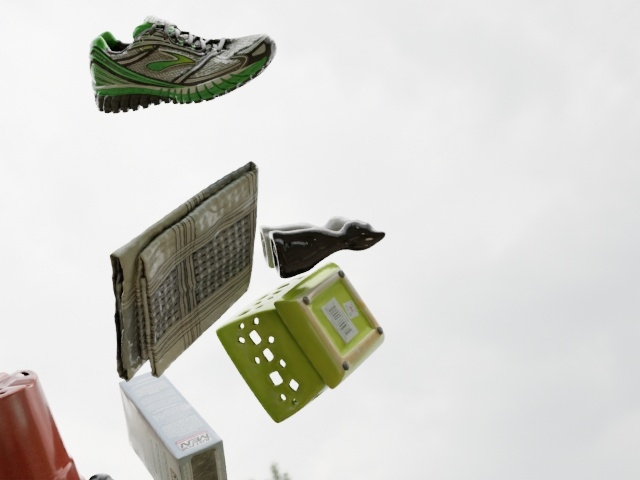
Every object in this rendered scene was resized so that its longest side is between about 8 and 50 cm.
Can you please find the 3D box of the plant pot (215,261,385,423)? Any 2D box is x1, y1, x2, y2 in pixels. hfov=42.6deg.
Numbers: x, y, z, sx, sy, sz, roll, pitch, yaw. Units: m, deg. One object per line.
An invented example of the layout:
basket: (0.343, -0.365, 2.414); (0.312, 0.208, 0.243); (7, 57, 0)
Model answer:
plant pot: (-0.024, 0.185, 1.594); (0.207, 0.227, 0.228); (-33, -90, 41)

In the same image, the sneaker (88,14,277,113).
sneaker: (-0.241, -0.306, 1.377); (0.344, 0.134, 0.146); (-5, -66, 14)

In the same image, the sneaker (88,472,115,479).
sneaker: (-0.465, 0.561, 1.289); (0.185, 0.483, 0.202); (-23, -75, 42)

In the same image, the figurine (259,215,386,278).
figurine: (0.000, 0.000, 1.591); (0.210, 0.215, 0.092); (-12, -82, -12)

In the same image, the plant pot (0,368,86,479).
plant pot: (-0.638, 0.418, 1.653); (0.273, 0.272, 0.265); (-10, -80, 6)

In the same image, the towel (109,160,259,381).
towel: (-0.210, 0.060, 1.346); (0.056, 0.324, 0.312); (32, -42, 21)

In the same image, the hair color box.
hair color box: (-0.346, 0.470, 1.910); (0.114, 0.374, 0.185); (-16, -64, -28)
